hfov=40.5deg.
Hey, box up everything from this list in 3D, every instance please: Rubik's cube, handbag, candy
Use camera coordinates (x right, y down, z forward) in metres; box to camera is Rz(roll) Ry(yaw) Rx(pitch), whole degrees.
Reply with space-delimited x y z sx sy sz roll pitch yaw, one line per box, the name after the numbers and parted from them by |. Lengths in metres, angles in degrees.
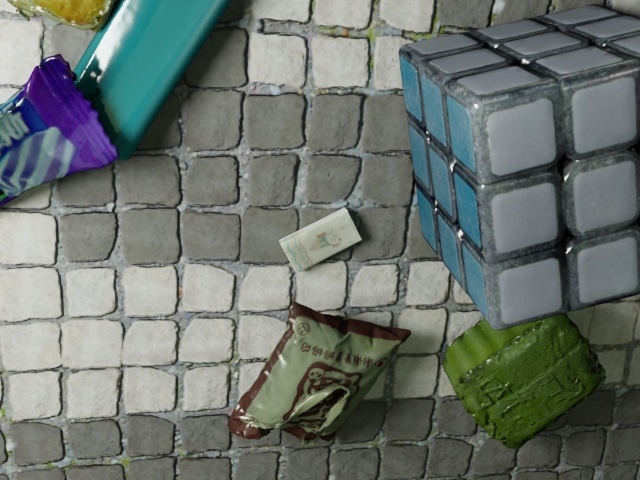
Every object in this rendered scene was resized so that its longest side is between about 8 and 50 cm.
0.294 -0.109 1.107 0.303 0.301 0.305 -15 115 -5 | Rubik's cube
-0.008 0.198 1.275 0.213 0.127 0.235 15 119 -37 | handbag
-0.382 -0.115 1.056 0.275 0.070 0.145 -20 117 20 | candy

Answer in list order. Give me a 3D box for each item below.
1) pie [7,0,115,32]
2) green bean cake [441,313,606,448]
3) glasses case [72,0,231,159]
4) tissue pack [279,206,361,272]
-0.268 -0.374 0.990 0.128 0.068 0.283 18 108 -17 | pie
0.316 0.202 1.357 0.214 0.113 0.200 -37 119 5 | green bean cake
-0.206 -0.249 1.062 0.117 0.070 0.301 30 106 -22 | glasses case
0.000 0.000 1.243 0.108 0.023 0.056 -28 117 0 | tissue pack
